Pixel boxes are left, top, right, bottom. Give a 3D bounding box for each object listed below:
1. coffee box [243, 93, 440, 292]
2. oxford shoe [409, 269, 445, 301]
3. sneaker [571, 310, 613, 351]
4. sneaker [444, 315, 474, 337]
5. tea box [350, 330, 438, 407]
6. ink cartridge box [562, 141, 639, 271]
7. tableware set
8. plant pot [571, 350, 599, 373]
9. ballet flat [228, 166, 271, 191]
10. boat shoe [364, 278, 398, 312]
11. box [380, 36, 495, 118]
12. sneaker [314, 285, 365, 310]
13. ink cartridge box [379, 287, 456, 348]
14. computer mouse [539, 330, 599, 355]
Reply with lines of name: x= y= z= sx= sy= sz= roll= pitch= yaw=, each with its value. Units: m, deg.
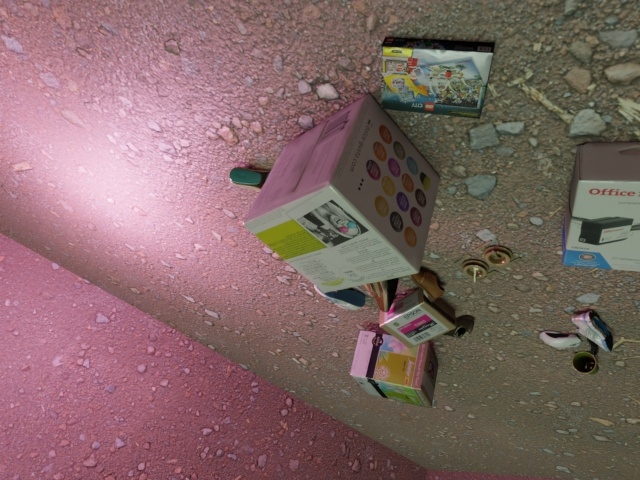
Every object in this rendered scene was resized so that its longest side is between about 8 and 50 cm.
coffee box: x=0.068 y=-0.104 z=1.186 sx=0.338 sy=0.338 sz=0.334 roll=-20 pitch=128 yaw=44
oxford shoe: x=0.368 y=0.129 z=1.587 sx=0.076 sy=0.076 sz=0.212 roll=-38 pitch=115 yaw=19
sneaker: x=0.921 y=0.307 z=1.503 sx=0.191 sy=0.071 sz=0.083 roll=46 pitch=147 yaw=-17
sneaker: x=0.537 y=0.358 z=1.778 sx=0.066 sy=0.071 sz=0.188 roll=29 pitch=145 yaw=-9
tea box: x=0.351 y=0.594 z=2.042 sx=0.323 sy=0.220 sz=0.329 roll=3 pitch=149 yaw=26
ink cartridge box: x=0.712 y=-0.070 z=1.046 sx=0.223 sy=0.129 sz=0.307 roll=5 pitch=142 yaw=25
tableware set: x=0.533 y=0.080 z=1.432 sx=0.128 sy=0.039 sz=0.194 roll=29 pitch=146 yaw=-8
plant pot: x=1.003 y=0.468 z=1.665 sx=0.079 sy=0.083 sz=0.083 roll=31 pitch=147 yaw=-35
ballet flat: x=-0.179 y=-0.189 z=1.459 sx=0.248 sy=0.086 sz=0.086 roll=17 pitch=145 yaw=12
boat shoe: x=0.212 y=0.134 z=1.637 sx=0.119 sy=0.123 sz=0.324 roll=12 pitch=136 yaw=25
box: x=0.252 y=-0.362 z=0.991 sx=0.233 sy=0.044 sz=0.159 roll=11 pitch=144 yaw=16
sneaker: x=0.070 y=0.233 z=1.867 sx=0.228 sy=0.087 sz=0.092 roll=28 pitch=148 yaw=-3
ink cartridge box: x=0.378 y=0.307 z=1.739 sx=0.193 sy=0.088 sz=0.234 roll=36 pitch=128 yaw=-21
computer mouse: x=0.903 y=0.372 z=1.612 sx=0.193 sy=0.042 sz=0.106 roll=2 pitch=142 yaw=28
